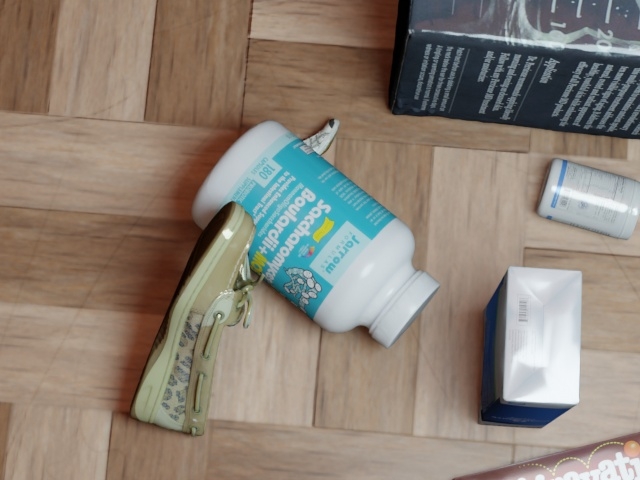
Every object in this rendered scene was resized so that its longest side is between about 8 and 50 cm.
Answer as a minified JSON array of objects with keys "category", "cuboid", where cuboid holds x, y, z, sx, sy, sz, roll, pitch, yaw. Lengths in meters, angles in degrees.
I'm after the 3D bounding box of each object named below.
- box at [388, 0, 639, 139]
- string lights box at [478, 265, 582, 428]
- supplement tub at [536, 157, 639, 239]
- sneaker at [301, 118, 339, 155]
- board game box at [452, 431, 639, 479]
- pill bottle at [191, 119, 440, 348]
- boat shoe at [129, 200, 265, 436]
[{"category":"box","cuboid":[0.338,-0.372,1.757,0.472,0.297,0.479,7,78,-1]},{"category":"string lights box","cuboid":[0.212,0.116,1.664,0.077,0.259,0.133,3,79,1]},{"category":"supplement tub","cuboid":[0.301,-0.046,1.796,0.107,0.071,0.071,16,78,2]},{"category":"sneaker","cuboid":[-0.010,-0.108,1.828,0.037,0.032,0.083,32,79,6]},{"category":"board game box","cuboid":[0.297,0.295,1.745,0.281,0.027,0.145,-14,77,-3]},{"category":"pill bottle","cuboid":[0.000,0.000,1.746,0.264,0.146,0.146,39,80,8]},{"category":"boat shoe","cuboid":[-0.118,0.085,1.703,0.089,0.104,0.285,23,122,-5]}]
